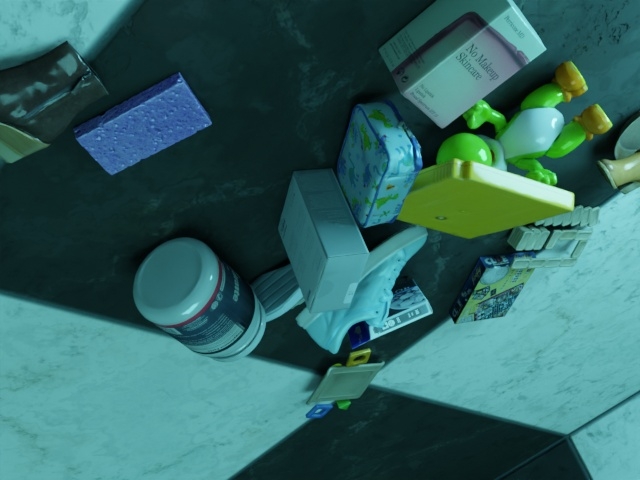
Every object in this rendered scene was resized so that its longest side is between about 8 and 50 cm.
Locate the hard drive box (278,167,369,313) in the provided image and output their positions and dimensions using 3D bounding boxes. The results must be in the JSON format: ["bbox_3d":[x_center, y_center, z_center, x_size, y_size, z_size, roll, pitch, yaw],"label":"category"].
[{"bbox_3d":[0.000,0.000,1.693,0.089,0.232,0.181,-6,142,-20],"label":"hard drive box"}]

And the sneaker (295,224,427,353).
[{"bbox_3d":[0.124,0.115,1.923,0.366,0.150,0.135,-41,176,10],"label":"sneaker"}]

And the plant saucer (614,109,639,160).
[{"bbox_3d":[0.753,-0.251,1.917,0.199,0.036,0.198,-14,144,-11],"label":"plant saucer"}]

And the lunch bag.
[{"bbox_3d":[0.106,-0.148,1.607,0.090,0.176,0.219,-11,145,-22],"label":"lunch bag"}]

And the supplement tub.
[{"bbox_3d":[-0.247,0.131,1.772,0.191,0.191,0.272,-28,144,9],"label":"supplement tub"}]

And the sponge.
[{"bbox_3d":[-0.304,-0.198,1.455,0.210,0.031,0.117,-27,144,6],"label":"sponge"}]

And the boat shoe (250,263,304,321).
[{"bbox_3d":[-0.050,0.103,1.912,0.302,0.109,0.094,-34,145,12],"label":"boat shoe"}]

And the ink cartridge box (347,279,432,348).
[{"bbox_3d":[0.154,0.174,2.046,0.208,0.206,0.045,-25,102,1],"label":"ink cartridge box"}]

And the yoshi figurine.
[{"bbox_3d":[0.379,-0.198,1.684,0.362,0.203,0.203,-31,127,17],"label":"yoshi figurine"}]

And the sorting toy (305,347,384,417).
[{"bbox_3d":[0.067,0.395,2.400,0.196,0.047,0.347,-3,141,-30],"label":"sorting toy"}]

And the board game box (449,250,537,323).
[{"bbox_3d":[0.461,0.128,2.254,0.165,0.042,0.243,-5,141,-21],"label":"board game box"}]

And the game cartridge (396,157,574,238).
[{"bbox_3d":[0.290,-0.080,1.689,0.285,0.052,0.324,14,163,-27],"label":"game cartridge"}]

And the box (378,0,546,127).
[{"bbox_3d":[0.246,-0.334,1.475,0.232,0.126,0.149,-37,141,21],"label":"box"}]

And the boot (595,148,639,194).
[{"bbox_3d":[0.714,-0.182,1.899,0.152,0.073,0.197,-39,153,25],"label":"boot"}]

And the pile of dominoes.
[{"bbox_3d":[0.590,-0.018,2.140,0.251,0.040,0.196,-1,127,-33],"label":"pile of dominoes"}]

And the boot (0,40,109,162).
[{"bbox_3d":[-0.471,-0.246,1.288,0.207,0.090,0.248,-37,142,2],"label":"boot"}]
